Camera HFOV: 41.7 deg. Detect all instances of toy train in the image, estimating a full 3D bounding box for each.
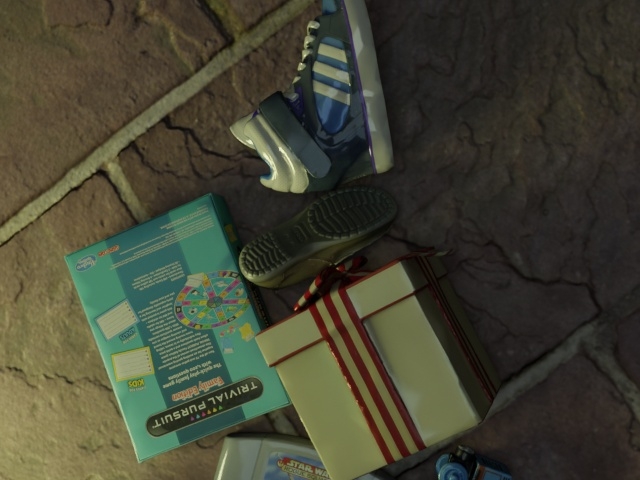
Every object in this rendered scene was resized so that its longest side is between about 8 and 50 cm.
[{"bbox_3d":[0.202,0.390,1.208,0.105,0.080,0.184,19,91,4],"label":"toy train"}]

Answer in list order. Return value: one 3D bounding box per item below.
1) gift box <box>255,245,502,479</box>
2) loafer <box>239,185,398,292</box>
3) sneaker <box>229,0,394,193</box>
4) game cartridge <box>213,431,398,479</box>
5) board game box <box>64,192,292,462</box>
[{"bbox_3d":[0.101,0.138,1.151,0.276,0.255,0.258,-30,85,13],"label":"gift box"},{"bbox_3d":[0.000,0.000,1.263,0.251,0.087,0.094,-24,57,-3],"label":"loafer"},{"bbox_3d":[-0.031,-0.231,1.244,0.236,0.130,0.323,-11,91,5],"label":"sneaker"},{"bbox_3d":[-0.023,0.402,1.259,0.297,0.062,0.198,15,94,10],"label":"game cartridge"},{"bbox_3d":[-0.211,0.132,1.288,0.253,0.079,0.336,-22,84,8],"label":"board game box"}]
